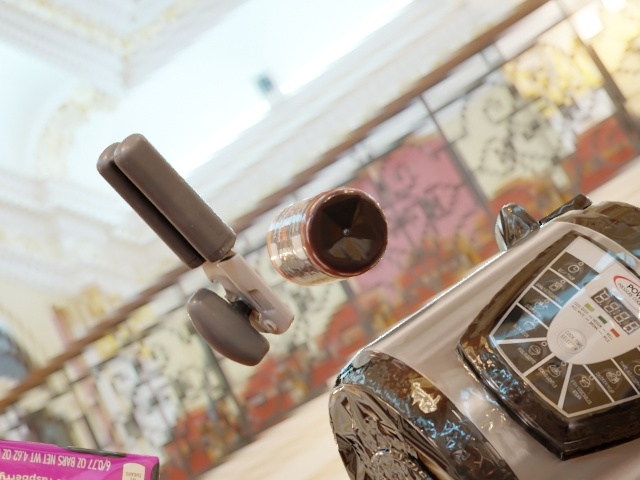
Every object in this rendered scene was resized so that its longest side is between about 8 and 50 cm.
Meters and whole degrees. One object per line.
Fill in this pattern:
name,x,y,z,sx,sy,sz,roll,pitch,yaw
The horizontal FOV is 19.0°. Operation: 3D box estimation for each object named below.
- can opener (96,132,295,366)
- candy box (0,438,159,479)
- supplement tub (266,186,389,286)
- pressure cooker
can opener,-0.140,0.016,2.055,0.076,0.283,0.095,-19,29,51
candy box,-0.190,0.244,1.198,0.159,0.233,0.071,7,-31,-9
supplement tub,0.000,0.000,2.229,0.106,0.106,0.198,-18,0,-20
pressure cooker,0.262,0.164,1.880,0.420,0.369,0.375,-33,21,-18
